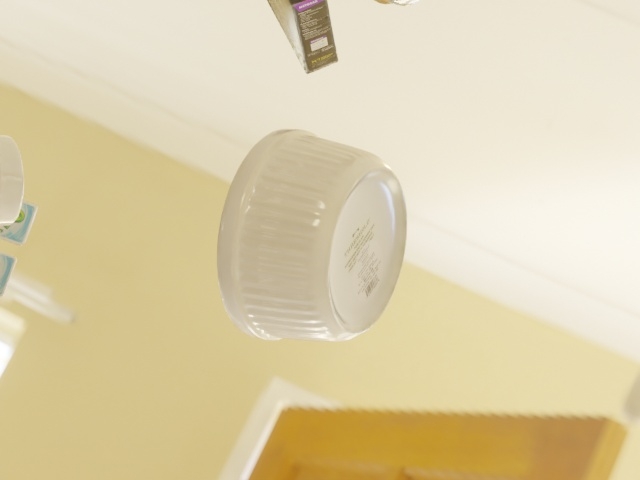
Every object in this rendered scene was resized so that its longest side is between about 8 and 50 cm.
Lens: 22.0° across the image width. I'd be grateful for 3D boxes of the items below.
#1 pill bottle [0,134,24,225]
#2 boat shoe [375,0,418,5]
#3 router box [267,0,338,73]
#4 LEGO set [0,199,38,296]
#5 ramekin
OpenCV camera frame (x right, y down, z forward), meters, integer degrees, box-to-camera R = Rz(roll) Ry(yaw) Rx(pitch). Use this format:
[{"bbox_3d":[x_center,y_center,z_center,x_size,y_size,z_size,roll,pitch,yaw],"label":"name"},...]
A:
[{"bbox_3d":[-0.405,-0.058,1.580,0.222,0.124,0.124,-2,-3,-31],"label":"pill bottle"},{"bbox_3d":[0.121,-0.366,1.617,0.113,0.302,0.103,36,-19,-20],"label":"boat shoe"},{"bbox_3d":[-0.039,-0.299,1.885,0.133,0.046,0.179,77,-12,-61],"label":"router box"},{"bbox_3d":[-0.461,-0.001,1.830,0.244,0.182,0.060,21,-8,-3],"label":"LEGO set"},{"bbox_3d":[0.000,0.000,1.574,0.109,0.207,0.207,10,-25,27],"label":"ramekin"}]
